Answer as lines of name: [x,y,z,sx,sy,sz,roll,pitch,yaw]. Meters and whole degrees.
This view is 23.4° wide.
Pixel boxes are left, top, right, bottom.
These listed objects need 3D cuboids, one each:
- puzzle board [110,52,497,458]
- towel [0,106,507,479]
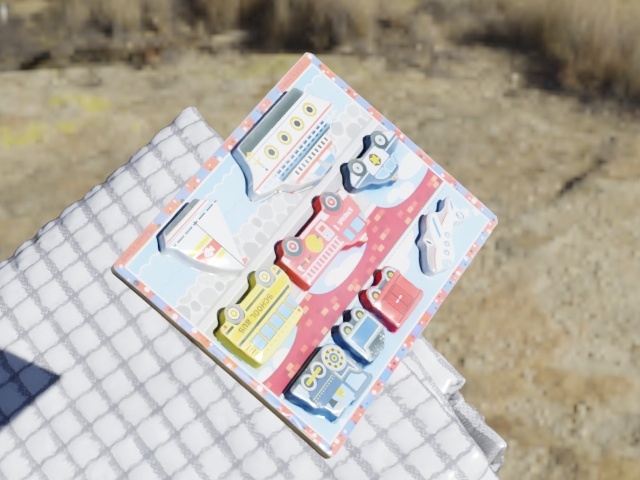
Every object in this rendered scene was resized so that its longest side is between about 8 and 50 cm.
puzzle board: [0.000,0.000,0.540,0.096,0.011,0.128,42,52,-4]
towel: [-0.063,0.099,0.849,0.235,0.121,0.284,-39,64,-7]
